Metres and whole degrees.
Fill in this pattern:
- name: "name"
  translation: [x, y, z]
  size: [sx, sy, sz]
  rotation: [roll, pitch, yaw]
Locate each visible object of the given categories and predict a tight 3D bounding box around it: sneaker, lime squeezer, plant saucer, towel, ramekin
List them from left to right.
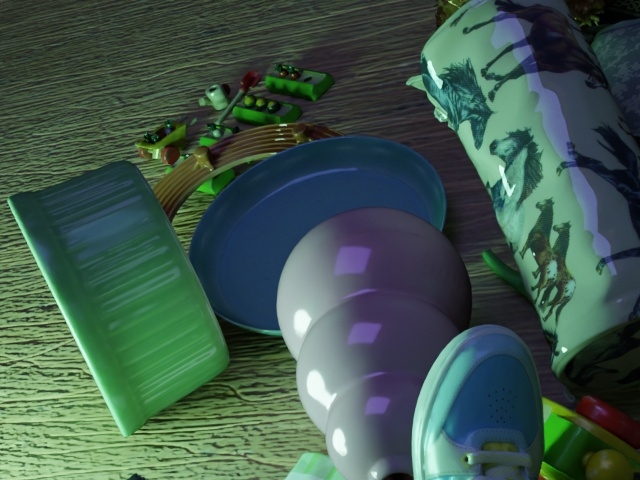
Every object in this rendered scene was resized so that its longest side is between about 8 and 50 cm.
- name: "ramekin"
  translation: [-0.224, 0.056, 2.138]
  size: [0.148, 0.303, 0.303]
  rotation: [-26, 31, -8]
- name: "towel"
  translation: [-0.017, 0.276, 1.911]
  size: [0.113, 0.023, 0.152]
  rotation: [4, 45, 41]
- name: "plant saucer"
  translation: [0.000, 0.000, 2.217]
  size: [0.318, 0.043, 0.317]
  rotation: [-13, 43, 12]
- name: "sneaker"
  translation: [0.159, 0.240, 1.562]
  size: [0.127, 0.319, 0.208]
  rotation: [2, 9, -20]
- name: "lime squeezer"
  translation: [0.265, 0.044, 1.975]
  size: [0.310, 0.059, 0.110]
  rotation: [4, 46, 43]

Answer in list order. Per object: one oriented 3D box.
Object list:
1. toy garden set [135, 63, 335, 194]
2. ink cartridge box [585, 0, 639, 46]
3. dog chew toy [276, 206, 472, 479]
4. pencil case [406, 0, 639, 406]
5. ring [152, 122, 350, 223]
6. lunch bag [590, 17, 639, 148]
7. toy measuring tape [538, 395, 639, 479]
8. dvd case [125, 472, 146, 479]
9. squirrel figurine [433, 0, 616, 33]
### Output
- name: "toy garden set"
  translation: [-0.132, -0.175, 2.608]
  size: [0.244, 0.049, 0.204]
  rotation: [-45, 35, -22]
- name: "ink cartridge box"
  translation: [0.403, -0.246, 2.277]
  size: [0.208, 0.045, 0.206]
  rotation: [-39, 31, -15]
- name: "dog chew toy"
  translation: [0.063, 0.120, 1.909]
  size: [0.207, 0.206, 0.332]
  rotation: [-22, 40, 13]
- name: "pencil case"
  translation: [0.236, -0.046, 1.859]
  size: [0.183, 0.160, 0.410]
  rotation: [-42, 59, 40]
- name: "ring"
  translation: [-0.097, -0.040, 2.367]
  size: [0.337, 0.032, 0.336]
  rotation: [-15, 41, 14]
- name: "lunch bag"
  translation: [0.383, -0.133, 2.020]
  size: [0.287, 0.169, 0.235]
  rotation: [3, 45, 35]
- name: "toy measuring tape"
  translation: [0.231, 0.199, 1.769]
  size: [0.121, 0.121, 0.330]
  rotation: [-35, 10, -8]
- name: "dvd case"
  translation: [-0.205, 0.338, 1.706]
  size: [0.164, 0.018, 0.221]
  rotation: [-38, 38, 17]
- name: "squirrel figurine"
  translation: [0.301, -0.343, 2.175]
  size: [0.397, 0.281, 0.370]
  rotation: [-57, 21, -11]
